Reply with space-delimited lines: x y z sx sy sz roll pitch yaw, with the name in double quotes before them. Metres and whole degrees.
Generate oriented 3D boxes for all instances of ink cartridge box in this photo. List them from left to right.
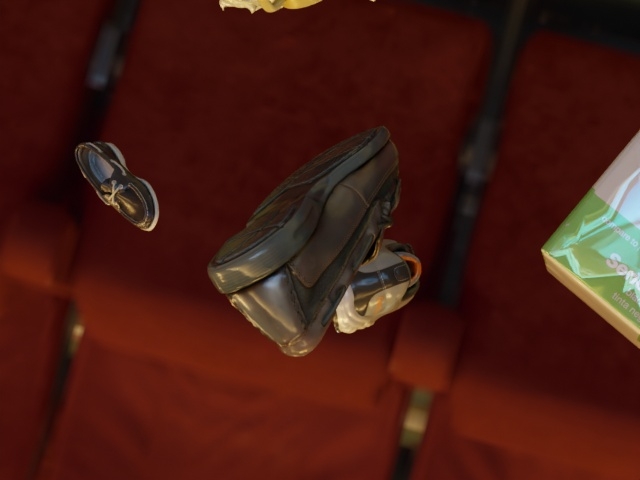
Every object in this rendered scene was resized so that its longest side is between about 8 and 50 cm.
"ink cartridge box" 0.306 -0.053 1.587 0.115 0.273 0.198 41 -179 10

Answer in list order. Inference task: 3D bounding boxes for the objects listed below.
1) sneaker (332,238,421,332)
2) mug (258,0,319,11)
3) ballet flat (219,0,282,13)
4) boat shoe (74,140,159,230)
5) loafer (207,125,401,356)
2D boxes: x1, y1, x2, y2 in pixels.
"sneaker" 0.066 0.044 2.221 0.108 0.100 0.271 -19 -177 7
"mug" -0.015 -0.202 1.394 0.062 0.078 0.064 -18 120 21
"ballet flat" 0.083 -0.292 1.838 0.409 0.147 0.147 -15 178 -13
"boat shoe" -0.202 -0.056 1.974 0.038 0.046 0.125 6 -141 -45
"loafer" 0.000 0.000 1.391 0.096 0.084 0.267 -26 -170 28
